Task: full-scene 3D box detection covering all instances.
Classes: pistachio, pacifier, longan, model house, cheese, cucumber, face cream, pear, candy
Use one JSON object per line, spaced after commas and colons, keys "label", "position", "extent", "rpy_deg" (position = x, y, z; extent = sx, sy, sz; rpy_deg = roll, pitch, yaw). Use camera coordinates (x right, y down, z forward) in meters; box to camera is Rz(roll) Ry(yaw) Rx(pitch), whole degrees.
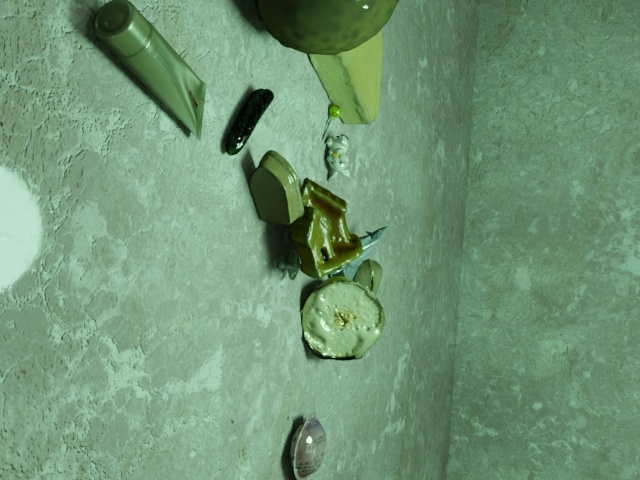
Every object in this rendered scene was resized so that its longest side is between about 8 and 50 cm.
{"label": "pistachio", "position": [0.149, 0.132, 2.223], "extent": [0.113, 0.113, 0.149], "rpy_deg": [-8, 98, -63]}
{"label": "pacifier", "position": [-0.087, 0.067, 1.816], "extent": [0.064, 0.068, 0.083], "rpy_deg": [8, 64, -30]}
{"label": "longan", "position": [0.013, -0.637, 1.591], "extent": [0.391, 0.391, 0.391], "rpy_deg": [-12, 103, -63]}
{"label": "model house", "position": [0.005, -0.047, 1.793], "extent": [0.268, 0.173, 0.239], "rpy_deg": [-91, 165, -77]}
{"label": "cheese", "position": [0.102, -0.582, 2.058], "extent": [0.384, 0.104, 0.384], "rpy_deg": [-10, 101, -63]}
{"label": "cucumber", "position": [-0.172, -0.280, 1.598], "extent": [0.058, 0.052, 0.215], "rpy_deg": [105, 8, -56]}
{"label": "face cream", "position": [-0.304, -0.327, 1.306], "extent": [0.341, 0.084, 0.137], "rpy_deg": [47, 42, -65]}
{"label": "cheese", "position": [-0.038, 0.632, 1.935], "extent": [0.189, 0.074, 0.286], "rpy_deg": [-6, 102, -63]}
{"label": "pear", "position": [0.066, 0.208, 2.004], "extent": [0.178, 0.266, 0.267], "rpy_deg": [-86, 170, -70]}
{"label": "candy", "position": [0.027, -0.352, 2.023], "extent": [0.035, 0.035, 0.123], "rpy_deg": [63, 47, -64]}

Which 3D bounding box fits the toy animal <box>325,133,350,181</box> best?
{"label": "toy animal", "position": [0.052, -0.248, 2.031], "extent": [0.085, 0.071, 0.124], "rpy_deg": [61, 28, -76]}

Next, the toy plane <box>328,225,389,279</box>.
{"label": "toy plane", "position": [0.112, 0.022, 2.125], "extent": [0.267, 0.088, 0.212], "rpy_deg": [-42, 133, -31]}

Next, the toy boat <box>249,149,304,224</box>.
{"label": "toy boat", "position": [-0.113, -0.127, 1.661], "extent": [0.061, 0.116, 0.188], "rpy_deg": [-49, 137, -42]}
